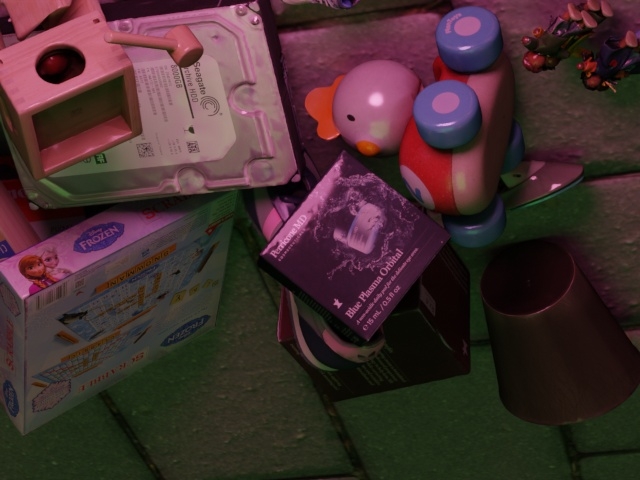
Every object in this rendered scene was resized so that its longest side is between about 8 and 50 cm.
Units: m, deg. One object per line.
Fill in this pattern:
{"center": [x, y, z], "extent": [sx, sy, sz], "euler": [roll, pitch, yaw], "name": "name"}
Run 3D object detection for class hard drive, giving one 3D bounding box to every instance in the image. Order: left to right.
{"center": [-0.203, -0.159, 1.930], "extent": [0.339, 0.064, 0.237], "euler": [-5, 122, 12], "name": "hard drive"}

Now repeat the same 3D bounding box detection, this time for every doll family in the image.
{"center": [0.301, -0.209, 1.867], "extent": [0.193, 0.076, 0.111], "euler": [20, 135, -25], "name": "doll family"}

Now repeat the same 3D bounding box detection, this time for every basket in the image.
{"center": [0.303, 0.119, 2.236], "extent": [0.204, 0.154, 0.227], "euler": [-12, 136, 18], "name": "basket"}

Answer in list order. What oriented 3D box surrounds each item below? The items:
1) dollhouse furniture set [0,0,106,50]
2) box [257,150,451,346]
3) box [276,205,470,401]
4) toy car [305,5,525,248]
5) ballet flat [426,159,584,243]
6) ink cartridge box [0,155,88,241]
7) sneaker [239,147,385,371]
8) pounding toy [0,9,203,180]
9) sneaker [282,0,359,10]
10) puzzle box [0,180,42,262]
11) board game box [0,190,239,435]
{"center": [-0.500, -0.273, 1.727], "extent": [0.394, 0.256, 0.362], "euler": [-33, 154, 22], "name": "dollhouse furniture set"}
{"center": [0.036, 0.011, 1.899], "extent": [0.158, 0.156, 0.093], "euler": [38, 172, 2], "name": "box"}
{"center": [0.072, 0.086, 2.193], "extent": [0.203, 0.167, 0.168], "euler": [-14, 139, 22], "name": "box"}
{"center": [0.091, -0.130, 1.903], "extent": [0.238, 0.210, 0.219], "euler": [4, 145, 20], "name": "toy car"}
{"center": [0.221, -0.062, 2.074], "extent": [0.213, 0.072, 0.068], "euler": [-26, 103, 30], "name": "ballet flat"}
{"center": [-0.390, 0.003, 2.155], "extent": [0.189, 0.066, 0.232], "euler": [-7, 132, -3], "name": "ink cartridge box"}
{"center": [0.000, 0.000, 2.007], "extent": [0.112, 0.319, 0.131], "euler": [-24, -176, -27], "name": "sneaker"}
{"center": [-0.231, -0.183, 1.728], "extent": [0.206, 0.094, 0.181], "euler": [-26, 153, -15], "name": "pounding toy"}
{"center": [0.014, -0.276, 1.818], "extent": [0.135, 0.058, 0.052], "euler": [-13, 139, 22], "name": "sneaker"}
{"center": [-0.564, -0.013, 2.121], "extent": [0.409, 0.052, 0.272], "euler": [-25, 105, 33], "name": "puzzle box"}
{"center": [-0.261, 0.074, 2.140], "extent": [0.319, 0.066, 0.318], "euler": [-28, 153, -28], "name": "board game box"}
